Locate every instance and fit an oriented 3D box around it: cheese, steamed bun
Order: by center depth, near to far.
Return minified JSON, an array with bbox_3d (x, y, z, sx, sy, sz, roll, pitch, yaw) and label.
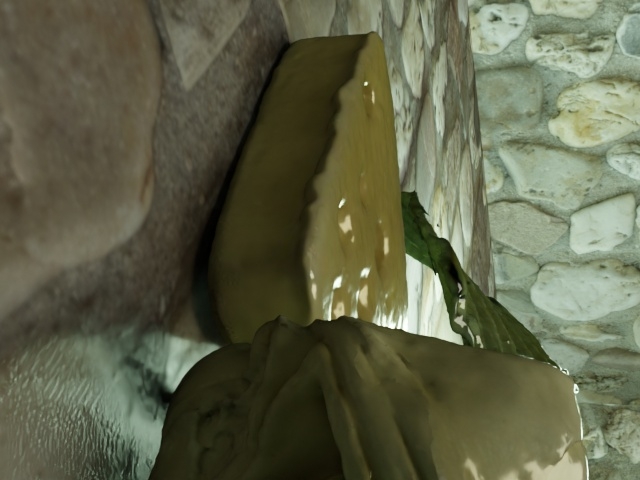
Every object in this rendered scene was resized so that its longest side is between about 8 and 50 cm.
[{"bbox_3d":[0.021,0.190,0.504,0.276,0.289,0.203,70,29,-51],"label":"steamed bun"},{"bbox_3d":[0.000,0.001,0.737,0.384,0.104,0.384,-1,90,-73],"label":"cheese"}]

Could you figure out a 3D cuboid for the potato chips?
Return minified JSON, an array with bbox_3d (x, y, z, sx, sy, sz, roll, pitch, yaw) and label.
[{"bbox_3d":[0.228,0.101,1.122,0.373,0.097,0.389,45,13,-21],"label":"potato chips"}]
